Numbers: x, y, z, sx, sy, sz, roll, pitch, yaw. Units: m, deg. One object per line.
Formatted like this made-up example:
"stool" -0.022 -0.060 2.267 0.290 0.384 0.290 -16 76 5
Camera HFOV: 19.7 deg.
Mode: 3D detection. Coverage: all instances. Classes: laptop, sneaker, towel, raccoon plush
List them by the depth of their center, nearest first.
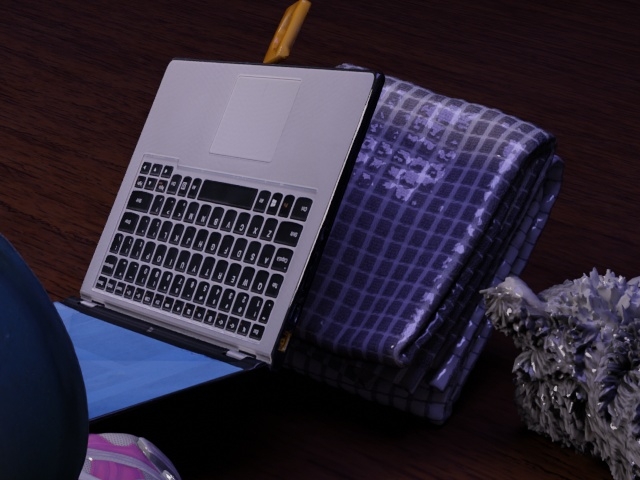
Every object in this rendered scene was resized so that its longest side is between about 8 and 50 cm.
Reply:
"sneaker" -0.138 0.197 1.372 0.252 0.103 0.111 20 30 36
"raccoon plush" 0.229 0.155 1.395 0.299 0.216 0.446 3 21 25
"laptop" -0.199 -0.006 1.588 0.236 0.408 0.382 24 -6 -32
"towel" 0.056 -0.006 1.650 0.235 0.121 0.283 21 71 26

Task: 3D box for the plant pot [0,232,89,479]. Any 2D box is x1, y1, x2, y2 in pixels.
"plant pot" -0.378 0.161 1.198 0.341 0.341 0.334 10 32 20

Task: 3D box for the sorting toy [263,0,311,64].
"sorting toy" -0.074 -0.064 1.756 0.047 0.347 0.196 25 4 -13
